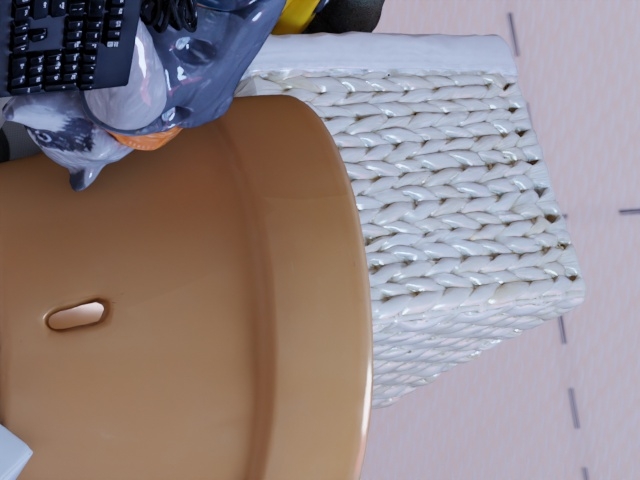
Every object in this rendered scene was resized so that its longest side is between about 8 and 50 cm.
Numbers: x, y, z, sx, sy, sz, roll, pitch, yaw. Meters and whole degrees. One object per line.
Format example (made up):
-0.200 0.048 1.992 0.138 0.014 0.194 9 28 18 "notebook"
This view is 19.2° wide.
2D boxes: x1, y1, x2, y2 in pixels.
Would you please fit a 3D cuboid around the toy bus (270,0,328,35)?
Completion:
0.020 -0.310 1.486 0.333 0.108 0.130 -54 179 22 "toy bus"

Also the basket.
0.000 0.000 1.671 0.331 0.266 0.328 -7 161 -41 "basket"

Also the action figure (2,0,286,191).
-0.084 -0.123 0.946 0.341 0.178 0.330 -48 -179 -41 "action figure"

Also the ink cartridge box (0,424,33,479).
-0.274 0.131 1.020 0.128 0.176 0.127 -55 178 40 "ink cartridge box"

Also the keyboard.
-0.089 -0.109 0.778 0.100 0.038 0.192 -12 155 -16 "keyboard"

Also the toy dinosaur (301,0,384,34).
0.009 -0.236 1.728 0.121 0.160 0.313 -35 172 -25 "toy dinosaur"

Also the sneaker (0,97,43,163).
-0.138 -0.108 1.214 0.271 0.108 0.100 -52 -178 5 "sneaker"

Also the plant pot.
-0.115 0.055 1.151 0.291 0.203 0.291 180 -90 -69 "plant pot"
